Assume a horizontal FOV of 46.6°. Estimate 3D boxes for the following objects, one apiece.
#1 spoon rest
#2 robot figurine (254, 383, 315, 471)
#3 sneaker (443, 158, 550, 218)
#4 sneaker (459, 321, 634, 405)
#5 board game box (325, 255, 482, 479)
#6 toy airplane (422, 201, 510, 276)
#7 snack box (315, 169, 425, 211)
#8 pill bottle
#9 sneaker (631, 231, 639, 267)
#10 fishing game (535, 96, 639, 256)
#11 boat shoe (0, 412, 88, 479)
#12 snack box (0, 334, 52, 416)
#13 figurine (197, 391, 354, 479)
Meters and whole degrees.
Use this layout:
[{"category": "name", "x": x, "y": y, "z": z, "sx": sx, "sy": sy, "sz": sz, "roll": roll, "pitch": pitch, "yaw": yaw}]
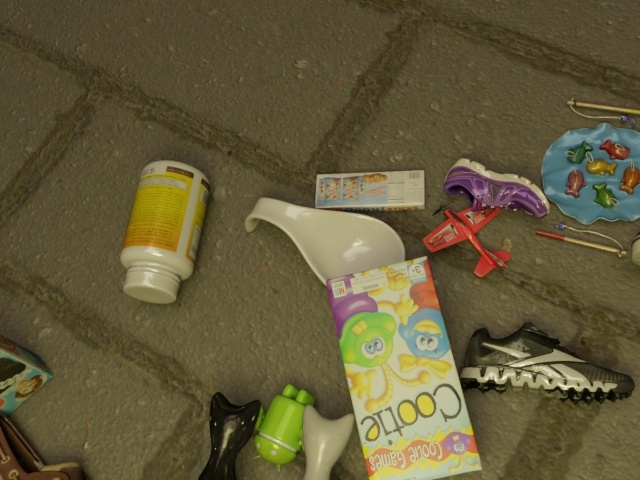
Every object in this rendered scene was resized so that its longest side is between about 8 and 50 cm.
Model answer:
[{"category": "spoon rest", "x": 0.000, "y": 0.000, "z": 1.164, "sx": 0.276, "sy": 0.084, "sz": 0.137, "roll": 23, "pitch": 72, "yaw": 20}, {"category": "robot figurine", "x": -0.051, "y": 0.266, "z": 1.058, "sx": 0.101, "sy": 0.067, "sz": 0.115, "roll": 16, "pitch": 70, "yaw": 31}, {"category": "sneaker", "x": 0.270, "y": -0.065, "z": 1.151, "sx": 0.170, "sy": 0.068, "sz": 0.071, "roll": 22, "pitch": 67, "yaw": 27}, {"category": "sneaker", "x": 0.312, "y": 0.165, "z": 1.032, "sx": 0.234, "sy": 0.078, "sz": 0.106, "roll": 4, "pitch": 69, "yaw": 14}, {"category": "board game box", "x": 0.110, "y": 0.182, "z": 1.003, "sx": 0.144, "sy": 0.142, "sz": 0.275, "roll": -14, "pitch": 74, "yaw": 4}, {"category": "toy airplane", "x": 0.236, "y": -0.004, "z": 1.151, "sx": 0.151, "sy": 0.028, "sz": 0.151, "roll": 1, "pitch": 54, "yaw": -2}, {"category": "snack box", "x": 0.081, "y": -0.080, "z": 1.219, "sx": 0.178, "sy": 0.022, "sz": 0.064, "roll": -1, "pitch": 66, "yaw": 10}, {"category": "pill bottle", "x": -0.252, "y": -0.012, "z": 1.196, "sx": 0.117, "sy": 0.117, "sz": 0.215, "roll": 3, "pitch": 66, "yaw": 12}, {"category": "sneaker", "x": 0.597, "y": -0.020, "z": 1.042, "sx": 0.321, "sy": 0.126, "sz": 0.127, "roll": 1, "pitch": 67, "yaw": 4}, {"category": "fishing game", "x": 0.441, "y": -0.107, "z": 1.157, "sx": 0.189, "sy": 0.041, "sz": 0.264, "roll": 16, "pitch": 70, "yaw": 20}, {"category": "boat shoe", "x": -0.385, "y": 0.367, "z": 1.049, "sx": 0.342, "sy": 0.123, "sz": 0.123, "roll": 30, "pitch": 75, "yaw": 28}, {"category": "snack box", "x": -0.575, "y": 0.268, "z": 1.088, "sx": 0.322, "sy": 0.187, "sz": 0.060, "roll": -42, "pitch": 66, "yaw": -9}, {"category": "figurine", "x": -0.064, "y": 0.309, "z": 0.960, "sx": 0.215, "sy": 0.092, "sz": 0.209, "roll": 4, "pitch": 65, "yaw": 11}]
